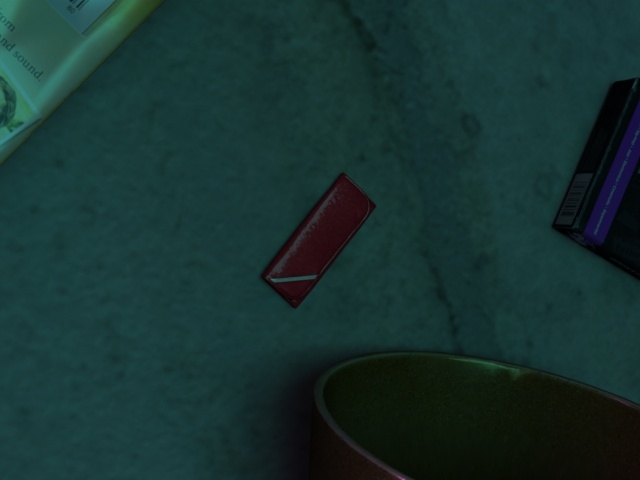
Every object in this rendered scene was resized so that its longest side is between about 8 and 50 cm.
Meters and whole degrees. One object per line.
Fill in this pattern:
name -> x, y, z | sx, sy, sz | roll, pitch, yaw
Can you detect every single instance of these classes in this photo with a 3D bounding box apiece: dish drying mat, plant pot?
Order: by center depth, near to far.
plant pot -> 0.086, 0.221, 0.594 | 0.237, 0.237, 0.254 | 7, 103, -25
dish drying mat -> 0.000, 0.000, 0.648 | 0.032, 0.008, 0.083 | 43, 75, -18

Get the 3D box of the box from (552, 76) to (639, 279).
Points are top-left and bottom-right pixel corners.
box -> 0.250, -0.024, 0.751 | 0.162, 0.029, 0.116 | 29, 81, -21

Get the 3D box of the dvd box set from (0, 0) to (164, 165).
dvd box set -> -0.292, -0.108, 0.483 | 0.307, 0.062, 0.420 | 45, 74, -19
